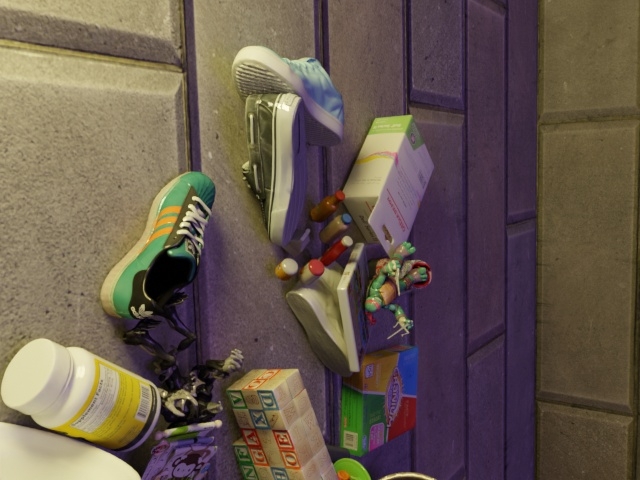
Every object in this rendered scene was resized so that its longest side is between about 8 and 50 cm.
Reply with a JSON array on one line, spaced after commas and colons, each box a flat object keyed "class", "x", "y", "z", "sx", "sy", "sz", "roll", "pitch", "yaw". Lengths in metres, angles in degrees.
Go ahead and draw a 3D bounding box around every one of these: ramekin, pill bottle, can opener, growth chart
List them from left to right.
[{"class": "ramekin", "x": -0.373, "y": 0.327, "z": 0.772, "sx": 0.277, "sy": 0.277, "sz": 0.135, "roll": 29, "pitch": 76, "yaw": -53}, {"class": "pill bottle", "x": -0.345, "y": 0.227, "z": 0.931, "sx": 0.208, "sy": 0.119, "sz": 0.119, "roll": 46, "pitch": 56, "yaw": -46}, {"class": "growth chart", "x": -0.251, "y": 0.407, "z": 1.098, "sx": 0.172, "sy": 0.021, "sz": 0.237, "roll": 2, "pitch": 115, "yaw": -51}, {"class": "can opener", "x": -0.017, "y": 0.471, "z": 1.467, "sx": 0.280, "sy": 0.074, "sz": 0.093, "roll": 41, "pitch": 59, "yaw": -49}]

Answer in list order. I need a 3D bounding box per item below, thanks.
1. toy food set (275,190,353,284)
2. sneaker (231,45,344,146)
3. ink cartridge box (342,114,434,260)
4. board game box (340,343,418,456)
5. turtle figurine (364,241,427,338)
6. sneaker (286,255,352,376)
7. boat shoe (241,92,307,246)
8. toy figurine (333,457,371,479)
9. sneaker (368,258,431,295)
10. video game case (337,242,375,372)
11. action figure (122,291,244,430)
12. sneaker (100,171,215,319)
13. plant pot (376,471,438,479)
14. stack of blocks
[{"class": "toy food set", "x": 0.000, "y": 0.000, "z": 1.393, "sx": 0.111, "sy": 0.104, "sz": 0.232, "roll": 42, "pitch": 48, "yaw": -7}, {"class": "sneaker", "x": -0.061, "y": -0.326, "z": 1.317, "sx": 0.366, "sy": 0.135, "sz": 0.150, "roll": 33, "pitch": 58, "yaw": -61}, {"class": "ink cartridge box", "x": 0.169, "y": -0.129, "z": 1.657, "sx": 0.207, "sy": 0.119, "sz": 0.353, "roll": 56, "pitch": 48, "yaw": -43}, {"class": "board game box", "x": 0.168, "y": 0.426, "z": 1.742, "sx": 0.317, "sy": 0.064, "sz": 0.242, "roll": -1, "pitch": 93, "yaw": -55}, {"class": "turtle figurine", "x": 0.170, "y": 0.113, "z": 1.502, "sx": 0.234, "sy": 0.118, "sz": 0.175, "roll": -48, "pitch": 133, "yaw": -44}, {"class": "sneaker", "x": 0.041, "y": 0.175, "z": 1.503, "sx": 0.169, "sy": 0.108, "sz": 0.292, "roll": -52, "pitch": 131, "yaw": -36}, {"class": "boat shoe", "x": -0.097, "y": -0.144, "z": 1.278, "sx": 0.121, "sy": 0.119, "sz": 0.335, "roll": -57, "pitch": 156, "yaw": -54}, {"class": "toy figurine", "x": 0.034, "y": 0.573, "z": 1.385, "sx": 0.159, "sy": 0.173, "sz": 0.130, "roll": 2, "pitch": 116, "yaw": -50}, {"class": "sneaker", "x": 0.253, "y": 0.108, "z": 1.774, "sx": 0.270, "sy": 0.145, "sz": 0.090, "roll": 21, "pitch": 75, "yaw": -54}, {"class": "video game case", "x": 0.086, "y": 0.152, "z": 1.475, "sx": 0.206, "sy": 0.026, "sz": 0.226, "roll": -62, "pitch": 147, "yaw": -58}, {"class": "action figure", "x": -0.226, "y": 0.235, "z": 1.091, "sx": 0.164, "sy": 0.141, "sz": 0.275, "roll": -49, "pitch": 127, "yaw": -44}, {"class": "sneaker", "x": -0.238, "y": 0.007, "z": 1.070, "sx": 0.108, "sy": 0.121, "sz": 0.302, "roll": 55, "pitch": 49, "yaw": -42}, {"class": "plant pot", "x": 0.255, "y": 0.842, "z": 1.716, "sx": 0.333, "sy": 0.334, "sz": 0.305, "roll": -64, "pitch": 151, "yaw": -30}, {"class": "stack of blocks", "x": -0.085, "y": 0.410, "z": 1.275, "sx": 0.087, "sy": 0.171, "sz": 0.297, "roll": -31, "pitch": 106, "yaw": -51}]
